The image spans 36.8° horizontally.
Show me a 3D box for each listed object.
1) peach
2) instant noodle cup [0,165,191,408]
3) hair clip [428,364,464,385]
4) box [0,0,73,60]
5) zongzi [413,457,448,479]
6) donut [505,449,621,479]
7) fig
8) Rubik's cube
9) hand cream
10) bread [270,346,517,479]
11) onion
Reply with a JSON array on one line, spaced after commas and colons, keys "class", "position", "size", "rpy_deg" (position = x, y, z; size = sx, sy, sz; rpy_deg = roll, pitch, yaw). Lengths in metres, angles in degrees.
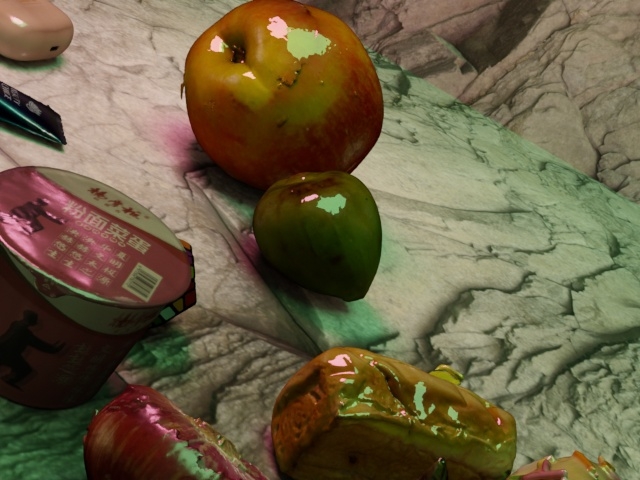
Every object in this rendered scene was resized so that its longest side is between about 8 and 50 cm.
[{"class": "peach", "position": [-0.065, -0.248, 1.748], "size": [0.370, 0.370, 0.370], "rpy_deg": [27, 24, -13]}, {"class": "instant noodle cup", "position": [-0.281, 0.055, 1.036], "size": [0.234, 0.178, 0.235], "rpy_deg": [28, 24, -14]}, {"class": "hair clip", "position": [0.148, 0.221, 1.434], "size": [0.072, 0.046, 0.173], "rpy_deg": [33, 20, 25]}, {"class": "box", "position": [-0.526, -0.380, 1.701], "size": [0.146, 0.088, 0.200], "rpy_deg": [35, 22, 6]}, {"class": "zongzi", "position": [0.143, 0.323, 0.973], "size": [0.247, 0.241, 0.111], "rpy_deg": [18, 31, -32]}, {"class": "donut", "position": [0.351, 0.400, 1.118], "size": [0.371, 0.150, 0.307], "rpy_deg": [49, 12, -5]}, {"class": "fig", "position": [0.000, 0.000, 1.542], "size": [0.203, 0.202, 0.225], "rpy_deg": [-54, 124, -67]}, {"class": "Rubik's cube", "position": [-0.215, 0.050, 1.221], "size": [0.133, 0.133, 0.112], "rpy_deg": [45, 2, 27]}, {"class": "hand cream", "position": [-0.515, -0.225, 1.468], "size": [0.270, 0.061, 0.120], "rpy_deg": [27, 17, -32]}, {"class": "bread", "position": [0.096, 0.237, 1.178], "size": [0.294, 0.167, 0.132], "rpy_deg": [20, 26, -27]}, {"class": "onion", "position": [-0.137, 0.248, 0.894], "size": [0.230, 0.163, 0.230], "rpy_deg": [33, -9, 6]}]
